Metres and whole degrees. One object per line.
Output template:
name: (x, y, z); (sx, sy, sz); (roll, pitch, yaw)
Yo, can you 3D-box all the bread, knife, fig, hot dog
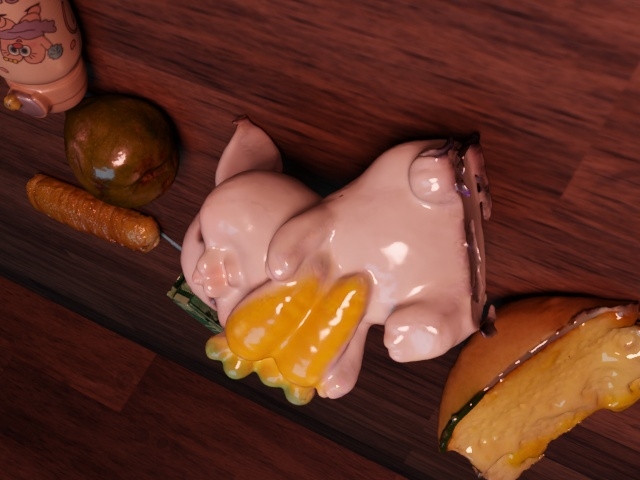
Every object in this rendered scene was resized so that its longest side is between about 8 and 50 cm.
bread: (0.239, 0.141, 0.669); (0.174, 0.252, 0.133); (40, -163, -26)
knife: (-0.267, 0.006, 1.085); (0.091, 0.005, 0.014); (43, 151, -29)
fig: (-0.238, -0.131, 0.696); (0.127, 0.184, 0.133); (-28, 164, 18)
hot dog: (-0.411, -0.047, 1.066); (0.289, 0.068, 0.083); (20, 147, 20)

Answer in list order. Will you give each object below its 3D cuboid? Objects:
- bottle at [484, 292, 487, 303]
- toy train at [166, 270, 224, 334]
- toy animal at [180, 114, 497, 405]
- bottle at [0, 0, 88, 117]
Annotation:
bottle: (0.154, 0.052, 0.698); (0.083, 0.030, 0.030); (31, 155, -7)
toy train: (-0.128, 0.129, 1.058); (0.154, 0.115, 0.269); (11, 151, 51)
toy animal: (-0.003, 0.001, 0.547); (0.310, 0.247, 0.182); (-4, 125, 26)
bottle: (-0.291, -0.205, 0.581); (0.097, 0.109, 0.209); (15, 154, 3)
